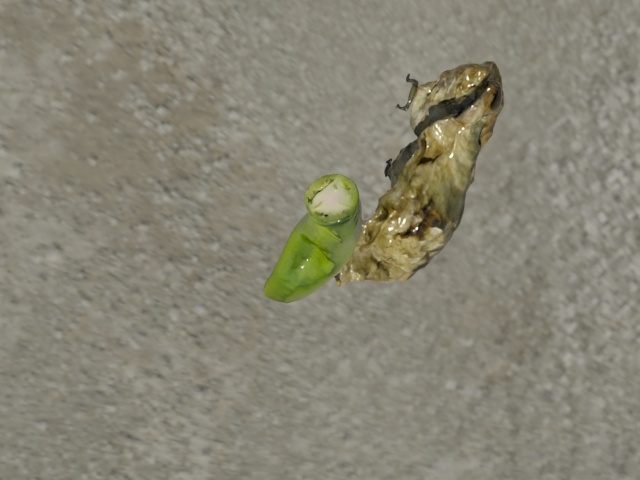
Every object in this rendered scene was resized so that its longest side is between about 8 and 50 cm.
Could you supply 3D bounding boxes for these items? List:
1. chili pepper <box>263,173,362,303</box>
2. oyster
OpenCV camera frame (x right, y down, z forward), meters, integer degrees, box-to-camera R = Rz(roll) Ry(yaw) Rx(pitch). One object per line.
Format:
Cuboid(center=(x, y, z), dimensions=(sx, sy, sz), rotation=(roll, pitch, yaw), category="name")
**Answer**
Cuboid(center=(0.000, 0.000, 1.056), dimensions=(0.052, 0.202, 0.050), rotation=(19, 68, -4), category="chili pepper")
Cuboid(center=(0.126, -0.083, 1.790), dimensions=(0.133, 0.198, 0.337), rotation=(23, 112, -5), category="oyster")
